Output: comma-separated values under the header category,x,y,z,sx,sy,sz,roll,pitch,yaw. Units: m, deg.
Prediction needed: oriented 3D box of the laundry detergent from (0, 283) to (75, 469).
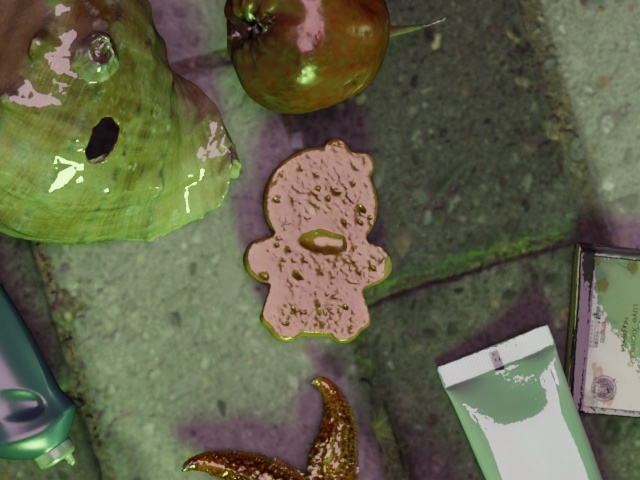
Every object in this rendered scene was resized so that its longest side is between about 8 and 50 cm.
category,x,y,z,sx,sy,sz,roll,pitch,yaw
laundry detergent,-0.280,0.114,1.349,0.096,0.061,0.206,-36,92,-16

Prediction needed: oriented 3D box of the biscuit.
category,x,y,z,sx,sy,sz,roll,pitch,yaw
biscuit,-0.005,0.003,1.411,0.133,0.027,0.184,-10,86,-8

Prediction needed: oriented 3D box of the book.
category,x,y,z,sx,sy,sz,roll,pitch,yaw
book,0.343,0.091,1.454,0.231,0.026,0.158,6,85,-7

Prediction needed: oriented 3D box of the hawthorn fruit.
category,x,y,z,sx,sy,sz,roll,pitch,yaw
hawthorn fruit,-0.003,-0.176,1.382,0.189,0.149,0.149,23,82,-41

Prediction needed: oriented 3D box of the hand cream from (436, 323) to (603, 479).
category,x,y,z,sx,sy,sz,roll,pitch,yaw
hand cream,0.214,0.243,1.411,0.109,0.067,0.321,-22,86,1

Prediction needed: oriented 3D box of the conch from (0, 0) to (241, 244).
category,x,y,z,sx,sy,sz,roll,pitch,yaw
conch,-0.223,-0.115,1.323,0.324,0.186,0.263,36,100,-3

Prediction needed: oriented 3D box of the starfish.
category,x,y,z,sx,sy,sz,roll,pitch,yaw
starfish,-0.013,0.240,1.388,0.227,0.043,0.241,7,82,-8
